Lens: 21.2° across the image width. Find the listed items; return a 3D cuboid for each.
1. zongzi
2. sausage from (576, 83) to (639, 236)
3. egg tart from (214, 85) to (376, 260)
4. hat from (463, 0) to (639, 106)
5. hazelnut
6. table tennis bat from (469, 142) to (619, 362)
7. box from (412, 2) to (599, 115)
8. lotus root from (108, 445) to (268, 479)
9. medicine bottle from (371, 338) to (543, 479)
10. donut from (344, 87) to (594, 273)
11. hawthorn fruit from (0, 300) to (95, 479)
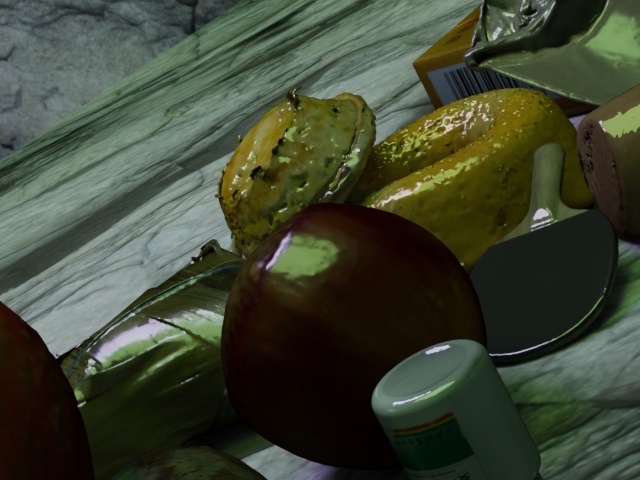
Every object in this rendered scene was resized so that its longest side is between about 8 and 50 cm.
[{"bbox_3d":[-0.095,0.127,1.441,0.251,0.125,0.274,-40,33,-21],"label":"zongzi"},{"bbox_3d":[0.332,-0.097,1.394,0.253,0.123,0.123,-27,16,7],"label":"sausage"},{"bbox_3d":[-0.033,-0.062,1.603,0.212,0.090,0.212,-49,19,23],"label":"egg tart"},{"bbox_3d":[0.263,-0.212,1.668,0.214,0.245,0.149,-57,-12,-4],"label":"hat"},{"bbox_3d":[0.033,0.078,1.257,0.208,0.208,0.208,-26,17,8],"label":"hazelnut"},{"bbox_3d":[0.180,0.005,1.398,0.138,0.022,0.246,-20,34,26],"label":"table tennis bat"},{"bbox_3d":[0.337,-0.247,1.842,0.415,0.115,0.264,-11,22,47],"label":"box"},{"bbox_3d":[-0.077,0.218,1.053,0.160,0.152,0.275,-40,16,-7],"label":"lotus root"},{"bbox_3d":[0.093,0.134,1.064,0.080,0.130,0.080,-25,16,8],"label":"medicine bottle"},{"bbox_3d":[0.123,-0.047,1.595,0.278,0.108,0.277,-26,17,9],"label":"donut"},{"bbox_3d":[-0.354,0.220,1.161,0.403,0.402,0.403,-26,17,8],"label":"hawthorn fruit"}]
